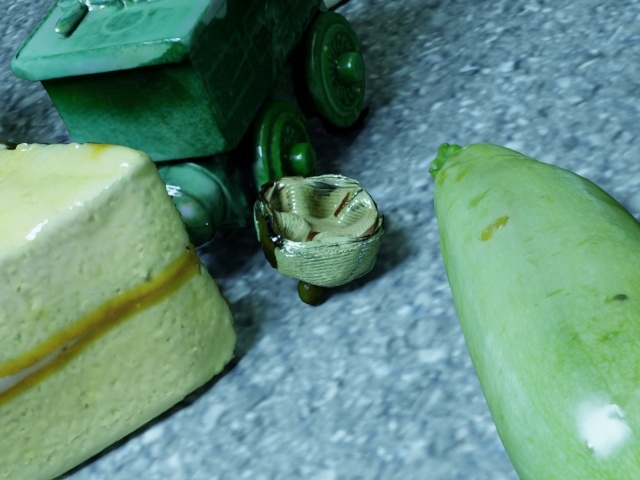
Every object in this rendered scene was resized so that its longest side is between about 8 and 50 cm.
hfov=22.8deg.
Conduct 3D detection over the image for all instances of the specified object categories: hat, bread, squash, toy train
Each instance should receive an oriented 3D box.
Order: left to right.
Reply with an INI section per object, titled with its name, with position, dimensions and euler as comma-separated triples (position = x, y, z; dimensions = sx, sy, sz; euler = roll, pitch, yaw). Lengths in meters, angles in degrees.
[bread]
position = -0.190, 0.082, 0.891
dimensions = 0.163, 0.167, 0.264
euler = 3, 43, 36
[toy train]
position = -0.071, -0.119, 1.075
dimensions = 0.145, 0.202, 0.266
euler = -4, 39, 26
[hat]
position = -0.001, 0.000, 0.987
dimensions = 0.076, 0.059, 0.077
euler = -10, 35, -10
[squash]
position = 0.126, 0.033, 0.804
dimensions = 0.118, 0.118, 0.370
euler = -22, 27, 2

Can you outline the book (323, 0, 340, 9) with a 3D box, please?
[book]
position = -0.015, -0.271, 1.444
dimensions = 0.374, 0.028, 0.262
euler = -36, 32, -20
